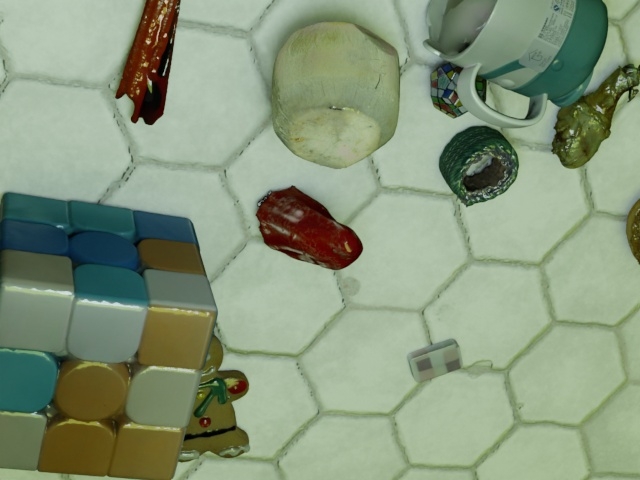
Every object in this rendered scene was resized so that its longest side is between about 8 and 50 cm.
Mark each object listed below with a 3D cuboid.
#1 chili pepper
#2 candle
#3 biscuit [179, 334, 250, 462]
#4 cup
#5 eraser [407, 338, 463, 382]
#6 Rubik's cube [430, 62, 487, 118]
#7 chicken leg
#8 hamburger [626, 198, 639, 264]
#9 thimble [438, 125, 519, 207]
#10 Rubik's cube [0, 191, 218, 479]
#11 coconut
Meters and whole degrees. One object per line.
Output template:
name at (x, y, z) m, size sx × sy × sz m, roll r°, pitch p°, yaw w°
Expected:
chili pepper at (0.000, 0.000, 1.956) m, size 0.136 × 0.252 × 0.144 m, roll -16°, pitch 114°, yaw -27°
candle at (-0.264, -0.326, 1.823) m, size 0.084 × 0.059 × 0.302 m, roll 5°, pitch 118°, yaw -30°
biscuit at (-0.233, 0.307, 2.169) m, size 0.196 × 0.049 × 0.302 m, roll -8°, pitch 118°, yaw -12°
cup at (0.323, -0.329, 1.857) m, size 0.257 × 0.219 × 0.290 m, roll 21°, pitch 78°, yaw -23°
eraser at (0.231, 0.242, 2.261) m, size 0.105 × 0.026 × 0.065 m, roll -18°, pitch 117°, yaw -5°
Rubik's cube at (0.241, -0.267, 1.959) m, size 0.111 × 0.093 × 0.111 m, roll -5°, pitch 118°, yaw -10°
chicken leg at (0.497, -0.235, 2.045) m, size 0.103 × 0.088 × 0.228 m, roll 29°, pitch 111°, yaw -11°
hamburger at (0.700, -0.025, 2.192) m, size 0.213 × 0.108 × 0.214 m, roll -6°, pitch 120°, yaw -11°
thimble at (0.288, -0.137, 2.041) m, size 0.135 × 0.090 × 0.118 m, roll -33°, pitch 117°, yaw 7°
Rubik's cube at (-0.389, 0.157, 1.880) m, size 0.344 × 0.346 × 0.347 m, roll 9°, pitch 115°, yaw -19°
coconut at (0.024, -0.248, 1.852) m, size 0.227 × 0.230 × 0.227 m, roll 2°, pitch 143°, yaw 1°
